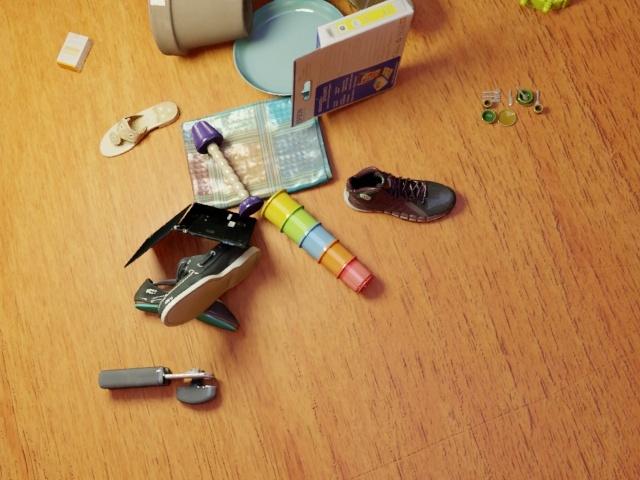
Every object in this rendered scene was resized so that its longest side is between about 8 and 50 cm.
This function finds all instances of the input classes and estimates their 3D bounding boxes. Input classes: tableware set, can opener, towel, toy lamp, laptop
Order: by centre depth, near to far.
[{"bbox_3d":[-0.391,0.353,1.665,0.283,0.076,0.095,-5,75,6],"label":"can opener"},{"bbox_3d":[-0.307,0.003,1.680,0.264,0.234,0.137,15,108,-4],"label":"laptop"},{"bbox_3d":[-0.243,-0.186,1.751,0.080,0.080,0.275,-31,76,-2],"label":"toy lamp"},{"bbox_3d":[0.491,-0.345,1.774,0.154,0.024,0.104,2,76,6],"label":"tableware set"},{"bbox_3d":[-0.170,-0.235,1.809,0.370,0.040,0.272,-14,74,3],"label":"towel"}]

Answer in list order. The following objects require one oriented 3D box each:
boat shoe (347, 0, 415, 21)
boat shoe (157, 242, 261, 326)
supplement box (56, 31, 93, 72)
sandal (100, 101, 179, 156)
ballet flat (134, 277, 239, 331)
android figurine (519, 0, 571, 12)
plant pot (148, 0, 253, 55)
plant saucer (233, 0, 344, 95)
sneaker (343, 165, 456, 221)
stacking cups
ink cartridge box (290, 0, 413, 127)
[{"bbox_3d":[0.127,-0.663,1.841,0.342,0.123,0.123,37,107,23],"label":"boat shoe"},{"bbox_3d":[-0.281,0.080,1.625,0.113,0.127,0.340,35,44,15],"label":"boat shoe"},{"bbox_3d":[-0.690,-0.528,1.938,0.062,0.036,0.099,18,79,10],"label":"supplement box"},{"bbox_3d":[-0.497,-0.313,1.841,0.240,0.079,0.088,-28,75,-1],"label":"sandal"},{"bbox_3d":[-0.325,0.147,1.703,0.280,0.095,0.096,12,69,9],"label":"ballet flat"},{"bbox_3d":[0.616,-0.728,1.843,0.248,0.056,0.273,25,78,11],"label":"android figurine"},{"bbox_3d":[-0.300,-0.616,1.804,0.229,0.263,0.263,3,76,6],"label":"plant pot"},{"bbox_3d":[-0.075,-0.515,1.849,0.317,0.044,0.318,-4,68,9],"label":"plant saucer"},{"bbox_3d":[0.191,-0.117,1.675,0.281,0.162,0.107,2,76,7],"label":"sneaker"},{"bbox_3d":[0.000,0.000,1.705,0.316,0.096,0.096,39,83,12],"label":"stacking cups"},{"bbox_3d":[0.057,-0.424,1.671,0.307,0.304,0.072,-22,73,-11],"label":"ink cartridge box"}]
